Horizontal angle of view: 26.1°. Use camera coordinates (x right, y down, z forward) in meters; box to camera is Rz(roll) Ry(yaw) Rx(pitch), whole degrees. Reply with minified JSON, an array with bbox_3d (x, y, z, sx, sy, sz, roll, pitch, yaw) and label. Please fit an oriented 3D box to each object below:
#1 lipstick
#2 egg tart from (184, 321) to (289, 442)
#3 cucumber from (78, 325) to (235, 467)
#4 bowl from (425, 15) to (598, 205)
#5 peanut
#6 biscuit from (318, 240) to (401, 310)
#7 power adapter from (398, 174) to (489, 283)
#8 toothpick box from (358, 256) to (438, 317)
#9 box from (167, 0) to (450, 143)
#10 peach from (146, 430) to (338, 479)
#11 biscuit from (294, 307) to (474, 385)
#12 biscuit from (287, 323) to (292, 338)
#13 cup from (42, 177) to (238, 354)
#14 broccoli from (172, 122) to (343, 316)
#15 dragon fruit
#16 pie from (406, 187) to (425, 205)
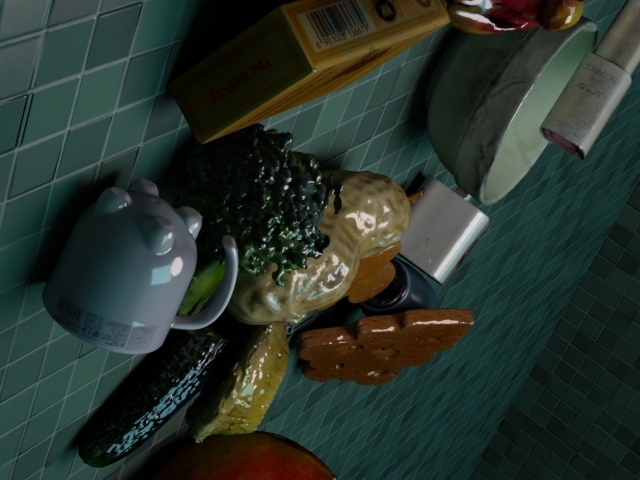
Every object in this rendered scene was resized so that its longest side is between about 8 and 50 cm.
[{"bbox_3d":[0.415,-0.245,2.002,0.253,0.079,0.077,-58,164,-4],"label":"lipstick"},{"bbox_3d":[-0.097,0.178,1.862,0.232,0.098,0.252,-62,-174,-8],"label":"egg tart"},{"bbox_3d":[-0.212,0.198,1.758,0.241,0.074,0.074,-47,160,-17],"label":"cucumber"},{"bbox_3d":[0.264,-0.218,2.019,0.307,0.163,0.307,-46,159,-23],"label":"bowl"},{"bbox_3d":[0.000,0.000,1.793,0.325,0.153,0.140,-31,156,-35],"label":"peanut"},{"bbox_3d":[0.046,0.042,2.093,0.165,0.036,0.250,-38,157,10],"label":"biscuit"},{"bbox_3d":[0.208,-0.043,2.234,0.205,0.125,0.130,-54,171,1],"label":"power adapter"},{"bbox_3d":[0.122,0.092,2.290,0.120,0.120,0.184,-52,158,-4],"label":"toothpick box"},{"bbox_3d":[-0.007,-0.197,1.439,0.174,0.076,0.274,-26,-178,39],"label":"box"},{"bbox_3d":[-0.127,0.462,2.003,0.370,0.370,0.370,-46,160,-22],"label":"peach"},{"bbox_3d":[0.110,0.165,2.252,0.306,0.043,0.284,-21,153,21],"label":"biscuit"},{"bbox_3d":[-0.054,0.097,1.954,0.089,0.027,0.087,165,-77,-75],"label":"biscuit"},{"bbox_3d":[-0.175,0.029,1.397,0.142,0.173,0.134,-63,180,20],"label":"cup"},{"bbox_3d":[-0.106,-0.033,1.576,0.275,0.177,0.199,-33,-137,54],"label":"broccoli"},{"bbox_3d":[0.207,-0.348,1.622,0.307,0.243,0.227,14,138,-30],"label":"dragon fruit"},{"bbox_3d":[0.085,-0.025,2.129,0.191,0.033,0.088,-29,154,-44],"label":"pie"}]
